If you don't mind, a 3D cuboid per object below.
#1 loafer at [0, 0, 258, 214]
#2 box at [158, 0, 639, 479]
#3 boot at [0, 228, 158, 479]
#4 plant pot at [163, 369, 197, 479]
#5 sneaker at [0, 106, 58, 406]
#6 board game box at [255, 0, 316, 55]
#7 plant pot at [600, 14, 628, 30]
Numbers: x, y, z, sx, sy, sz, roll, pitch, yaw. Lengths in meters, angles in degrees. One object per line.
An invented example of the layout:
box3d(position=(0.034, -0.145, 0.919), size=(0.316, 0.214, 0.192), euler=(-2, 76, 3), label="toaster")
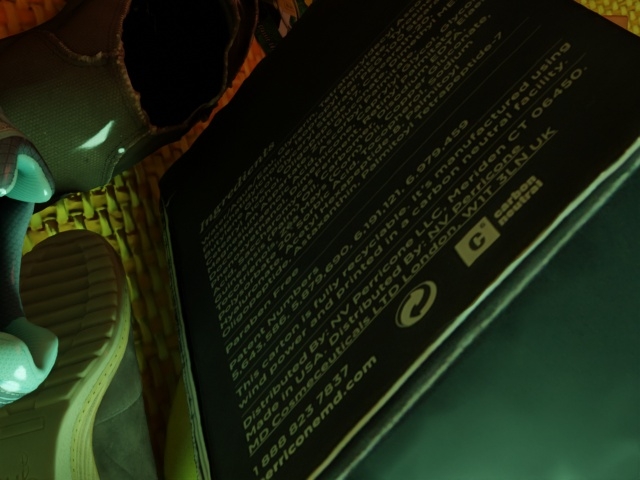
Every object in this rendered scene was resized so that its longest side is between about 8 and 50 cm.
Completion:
box3d(position=(-0.101, -0.123, 0.829), size=(0.366, 0.130, 0.133), euler=(-63, 136, -58), label="loafer")
box3d(position=(0.176, 0.087, 0.763), size=(0.480, 0.297, 0.471), euler=(38, 9, -22), label="box")
box3d(position=(-0.129, 0.142, 0.722), size=(0.207, 0.090, 0.248), euler=(70, 15, -54), label="boot")
box3d(position=(-0.051, 0.157, 0.823), size=(0.134, 0.134, 0.095), euler=(33, 80, -60), label="plant pot")
box3d(position=(-0.187, -0.048, 0.592), size=(0.110, 0.122, 0.282), euler=(-6, 84, -68), label="sneaker")
box3d(position=(-0.037, -0.288, 1.214), size=(0.259, 0.030, 0.136), euler=(-82, 152, -42), label="board game box")
box3d(position=(0.197, -0.151, 1.398), size=(0.291, 0.291, 0.203), euler=(-25, 115, -67), label="plant pot")
